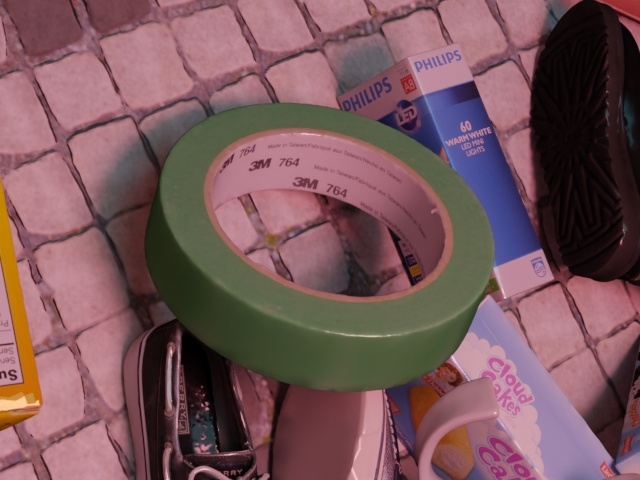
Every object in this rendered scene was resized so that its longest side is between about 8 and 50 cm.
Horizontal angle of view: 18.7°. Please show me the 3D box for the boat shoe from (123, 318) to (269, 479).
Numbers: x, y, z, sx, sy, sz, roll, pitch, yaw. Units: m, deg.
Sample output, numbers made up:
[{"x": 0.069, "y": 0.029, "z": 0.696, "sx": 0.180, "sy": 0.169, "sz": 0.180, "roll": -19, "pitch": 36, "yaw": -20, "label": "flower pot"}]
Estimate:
[{"x": -0.099, "y": 0.218, "z": 1.754, "sx": 0.113, "sy": 0.105, "sz": 0.306, "roll": 2, "pitch": 73, "yaw": -33, "label": "boat shoe"}]

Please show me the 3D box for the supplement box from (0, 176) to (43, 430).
[{"x": -0.382, "y": -0.002, "z": 1.580, "sx": 0.194, "sy": 0.195, "sz": 0.356, "roll": -4, "pitch": 77, "yaw": -35, "label": "supplement box"}]

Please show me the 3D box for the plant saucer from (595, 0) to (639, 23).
[{"x": 0.405, "y": -0.354, "z": 2.318, "sx": 0.259, "sy": 0.048, "sz": 0.258, "roll": 20, "pitch": 64, "yaw": -29, "label": "plant saucer"}]

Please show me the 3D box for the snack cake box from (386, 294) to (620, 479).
[{"x": 0.175, "y": 0.196, "z": 1.918, "sx": 0.264, "sy": 0.152, "sz": 0.089, "roll": 52, "pitch": 54, "yaw": -8, "label": "snack cake box"}]

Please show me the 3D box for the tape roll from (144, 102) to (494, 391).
[{"x": 0.000, "y": 0.000, "z": 1.810, "sx": 0.321, "sy": 0.077, "sz": 0.321, "roll": 11, "pitch": 40, "yaw": -10, "label": "tape roll"}]

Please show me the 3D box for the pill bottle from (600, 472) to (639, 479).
[{"x": 0.340, "y": 0.369, "z": 1.806, "sx": 0.301, "sy": 0.169, "sz": 0.169, "roll": 48, "pitch": 54, "yaw": -22, "label": "pill bottle"}]

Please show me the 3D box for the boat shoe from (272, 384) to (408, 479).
[{"x": 0.047, "y": 0.269, "z": 1.844, "sx": 0.158, "sy": 0.127, "sz": 0.340, "roll": 21, "pitch": 66, "yaw": -41, "label": "boat shoe"}]

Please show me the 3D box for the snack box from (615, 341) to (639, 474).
[{"x": 0.397, "y": 0.219, "z": 2.027, "sx": 0.187, "sy": 0.060, "sz": 0.322, "roll": 52, "pitch": 24, "yaw": -9, "label": "snack box"}]

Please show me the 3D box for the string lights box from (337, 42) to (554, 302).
[{"x": 0.126, "y": -0.055, "z": 1.978, "sx": 0.077, "sy": 0.133, "sz": 0.259, "roll": -20, "pitch": 86, "yaw": -36, "label": "string lights box"}]

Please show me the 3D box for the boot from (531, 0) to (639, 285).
[{"x": 0.374, "y": -0.081, "z": 2.156, "sx": 0.260, "sy": 0.131, "sz": 0.348, "roll": 13, "pitch": 64, "yaw": -33, "label": "boot"}]

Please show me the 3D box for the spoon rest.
[{"x": 0.137, "y": 0.256, "z": 1.847, "sx": 0.084, "sy": 0.276, "sz": 0.137, "roll": -7, "pitch": 33, "yaw": 1, "label": "spoon rest"}]
